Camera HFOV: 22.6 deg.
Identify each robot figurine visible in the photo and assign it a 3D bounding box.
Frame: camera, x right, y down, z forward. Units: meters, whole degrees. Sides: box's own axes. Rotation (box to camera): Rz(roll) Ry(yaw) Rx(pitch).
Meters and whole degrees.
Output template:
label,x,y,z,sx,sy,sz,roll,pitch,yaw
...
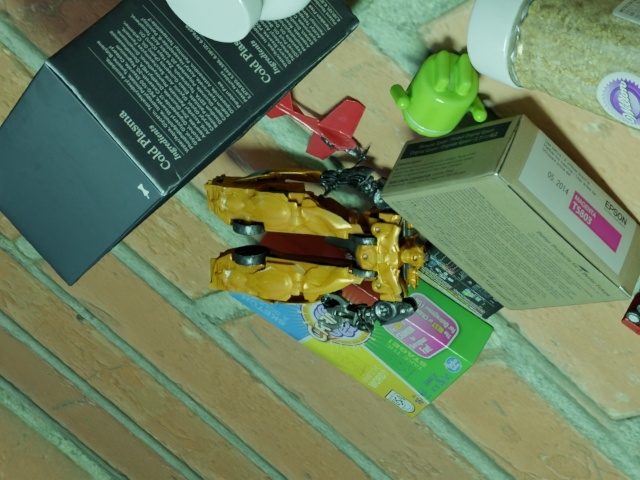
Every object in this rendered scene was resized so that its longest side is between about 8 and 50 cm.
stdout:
label,x,y,z,sx,sy,sz,roll,pitch,yaw
robot figurine,0.000,0.000,1.970,0.291,0.085,0.211,7,110,21
robot figurine,0.126,-0.154,1.698,0.101,0.067,0.115,5,153,-14

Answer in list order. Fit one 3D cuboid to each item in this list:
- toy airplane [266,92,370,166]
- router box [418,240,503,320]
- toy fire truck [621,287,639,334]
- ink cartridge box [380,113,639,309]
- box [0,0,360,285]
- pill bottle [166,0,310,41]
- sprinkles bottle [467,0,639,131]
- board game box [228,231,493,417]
label,x,y,z,sx,sy,sz,roll,pitch,yaw
toy airplane,-0.006,-0.139,1.896,0.151,0.028,0.151,24,149,16
router box,0.183,0.036,1.960,0.122,0.038,0.092,37,151,-5
toy fire truck,0.417,0.099,1.807,0.135,0.047,0.192,35,150,-4
ink cartridge box,0.215,-0.025,1.758,0.234,0.088,0.193,41,151,-27
box,-0.177,-0.151,1.735,0.179,0.312,0.343,47,150,-4
pill bottle,-0.036,-0.299,1.438,0.146,0.264,0.146,25,150,15
sprinkles bottle,0.304,-0.149,1.420,0.355,0.121,0.121,26,151,31
board game box,0.047,0.094,2.158,0.316,0.064,0.242,34,151,0
